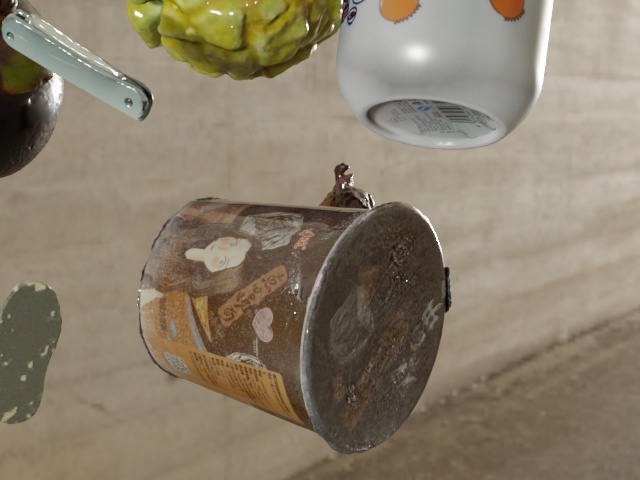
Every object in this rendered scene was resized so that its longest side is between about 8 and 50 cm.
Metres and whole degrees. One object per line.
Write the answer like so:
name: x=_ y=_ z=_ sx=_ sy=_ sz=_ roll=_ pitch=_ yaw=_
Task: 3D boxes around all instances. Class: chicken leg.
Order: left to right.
chicken leg: x=-0.002 y=0.012 z=1.506 sx=0.083 sy=0.177 sz=0.322 roll=13 pitch=-27 yaw=-12

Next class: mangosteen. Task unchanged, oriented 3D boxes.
mangosteen: x=-0.412 y=-0.202 z=1.484 sx=0.288 sy=0.287 sz=0.233 roll=4 pitch=11 yaw=29

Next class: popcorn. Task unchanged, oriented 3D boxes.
popcorn: x=-0.082 y=-0.319 z=1.486 sx=0.282 sy=0.247 sz=0.282 roll=-5 pitch=36 yaw=4

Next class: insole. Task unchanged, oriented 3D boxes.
insole: x=-0.372 y=0.144 z=1.639 sx=0.081 sy=0.247 sz=0.011 roll=-2 pitch=41 yaw=-27

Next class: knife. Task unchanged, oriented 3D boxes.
knife: x=-0.226 y=-0.166 z=1.217 sx=0.162 sy=0.044 sz=0.023 roll=31 pitch=35 yaw=6

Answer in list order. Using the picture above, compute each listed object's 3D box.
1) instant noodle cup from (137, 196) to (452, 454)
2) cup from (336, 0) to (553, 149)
instant noodle cup: x=-0.028 y=0.059 z=1.145 sx=0.207 sy=0.217 sz=0.217 roll=10 pitch=10 yaw=34
cup: x=0.131 y=-0.262 z=1.298 sx=0.212 sy=0.317 sz=0.212 roll=7 pitch=-15 yaw=2
